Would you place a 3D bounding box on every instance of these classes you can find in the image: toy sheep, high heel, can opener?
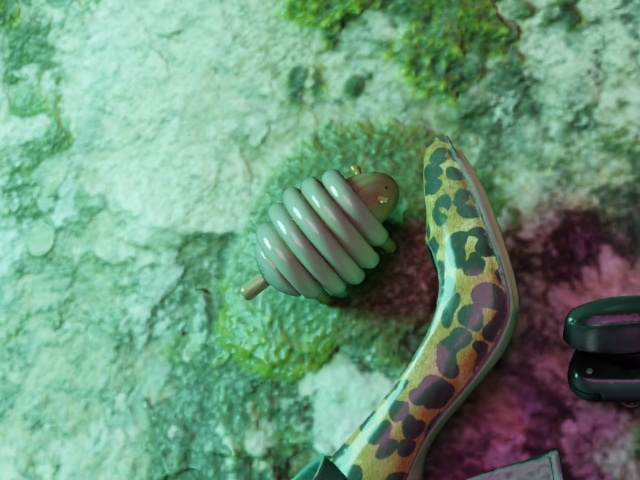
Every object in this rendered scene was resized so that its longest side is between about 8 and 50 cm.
[{"bbox_3d":[0.000,0.000,0.882,0.132,0.091,0.091,-42,60,1],"label":"toy sheep"},{"bbox_3d":[0.041,0.068,0.831,0.186,0.093,0.261,-14,73,9],"label":"high heel"},{"bbox_3d":[0.241,0.073,0.776,0.186,0.073,0.059,1,61,12],"label":"can opener"}]

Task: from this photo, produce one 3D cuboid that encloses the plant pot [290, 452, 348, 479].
[{"bbox_3d":[-0.015,0.291,0.683,0.196,0.293,0.293,39,86,2],"label":"plant pot"}]
